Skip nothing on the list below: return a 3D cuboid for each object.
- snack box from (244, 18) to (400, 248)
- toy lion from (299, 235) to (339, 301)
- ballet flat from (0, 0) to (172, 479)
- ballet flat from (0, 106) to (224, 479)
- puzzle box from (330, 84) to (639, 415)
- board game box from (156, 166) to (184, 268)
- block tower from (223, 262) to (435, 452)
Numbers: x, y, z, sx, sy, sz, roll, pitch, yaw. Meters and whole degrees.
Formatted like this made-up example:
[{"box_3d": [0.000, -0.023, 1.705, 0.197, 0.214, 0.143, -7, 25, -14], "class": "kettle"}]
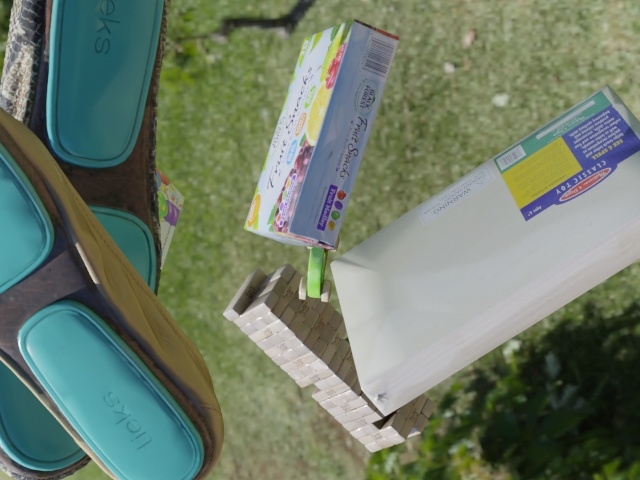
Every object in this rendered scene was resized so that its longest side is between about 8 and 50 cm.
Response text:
[{"box_3d": [-0.001, -0.068, 0.804, 0.100, 0.037, 0.141, -176, 104, -72], "class": "snack box"}, {"box_3d": [0.000, 0.000, 1.256, 0.096, 0.034, 0.100, 91, -173, -59], "class": "toy lion"}, {"box_3d": [-0.222, -0.043, 1.056, 0.182, 0.164, 0.482, -4, 80, 60], "class": "ballet flat"}, {"box_3d": [-0.122, 0.012, 0.526, 0.232, 0.080, 0.073, 58, -166, -20], "class": "ballet flat"}, {"box_3d": [0.206, 0.002, 1.391, 0.052, 0.409, 0.272, 51, -167, -27], "class": "puzzle box"}, {"box_3d": [-0.346, -0.012, 1.673, 0.275, 0.142, 0.144, -21, 37, 29], "class": "board game box"}, {"box_3d": [0.017, 0.177, 1.818, 0.335, 0.091, 0.097, 43, 141, -13], "class": "block tower"}]
